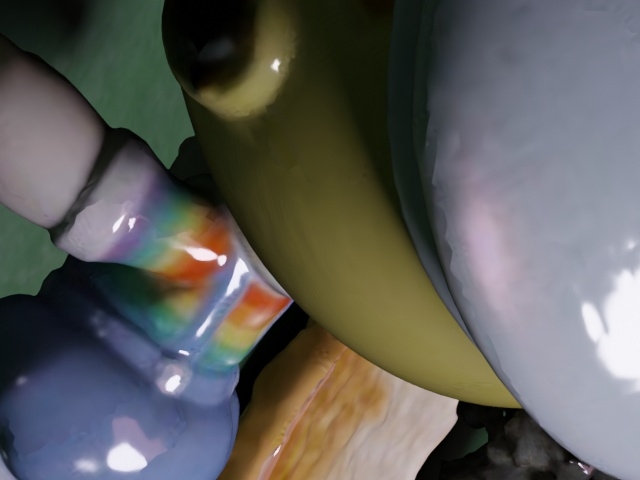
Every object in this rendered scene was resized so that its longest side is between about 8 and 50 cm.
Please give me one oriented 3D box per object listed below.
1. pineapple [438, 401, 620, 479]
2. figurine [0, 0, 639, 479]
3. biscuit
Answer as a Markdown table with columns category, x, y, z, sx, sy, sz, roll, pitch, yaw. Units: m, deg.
| category | x | y | z | sx | sy | sz | roll | pitch | yaw |
| --- | --- | --- | --- | --- | --- | --- | --- | --- | --- |
| pineapple | 0.158 | 0.066 | 1.044 | 0.362 | 0.202 | 0.202 | -47 | 151 | -5 |
| figurine | 0.014 | 0.006 | 0.553 | 0.382 | 0.205 | 0.224 | -35 | 155 | 33 |
| biscuit | -0.005 | 0.130 | 0.928 | 0.204 | 0.040 | 0.309 | 19 | 94 | -63 |
